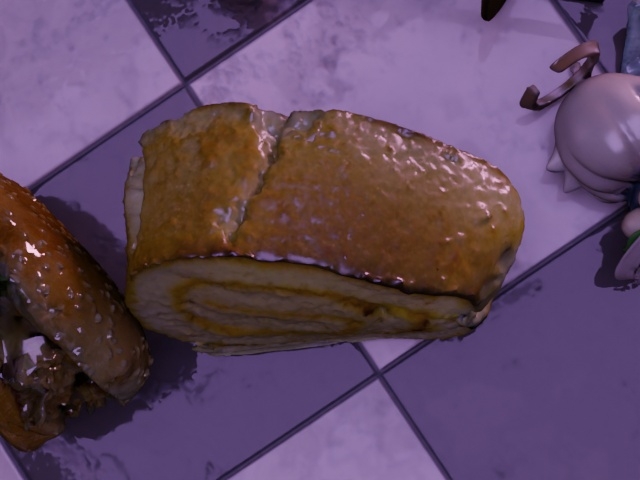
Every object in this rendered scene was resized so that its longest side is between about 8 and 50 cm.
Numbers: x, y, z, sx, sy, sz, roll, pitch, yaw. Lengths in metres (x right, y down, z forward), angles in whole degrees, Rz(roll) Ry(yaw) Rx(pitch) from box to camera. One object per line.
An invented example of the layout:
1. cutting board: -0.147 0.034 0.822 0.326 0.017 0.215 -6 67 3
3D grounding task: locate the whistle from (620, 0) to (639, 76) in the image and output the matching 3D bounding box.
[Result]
1. whistle: 0.361 -0.126 1.032 0.312 0.062 0.062 5 86 5

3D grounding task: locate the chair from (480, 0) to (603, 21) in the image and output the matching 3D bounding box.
1. chair: 0.136 -0.233 1.012 0.246 0.159 0.172 25 86 8

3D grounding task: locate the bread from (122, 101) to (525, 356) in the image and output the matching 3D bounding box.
1. bread: 0.000 0.000 0.996 0.257 0.186 0.124 2 69 1

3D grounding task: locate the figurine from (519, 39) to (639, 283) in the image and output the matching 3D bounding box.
1. figurine: 0.202 -0.065 1.018 0.132 0.132 0.154 -39 72 1

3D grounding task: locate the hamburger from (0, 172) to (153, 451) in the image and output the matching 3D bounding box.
1. hamburger: -0.210 0.032 1.010 0.122 0.189 0.215 -38 81 -9
